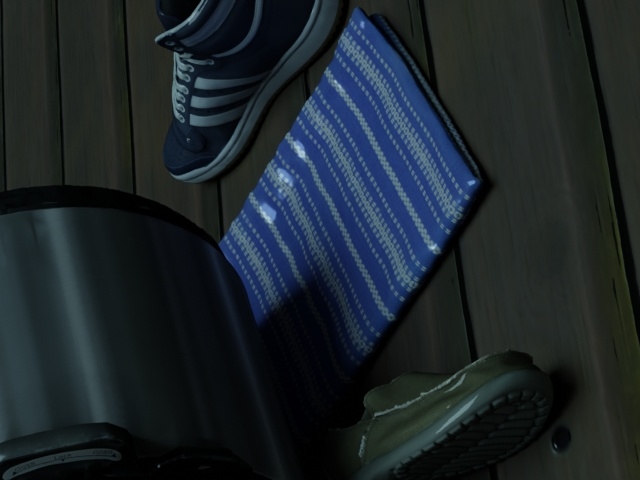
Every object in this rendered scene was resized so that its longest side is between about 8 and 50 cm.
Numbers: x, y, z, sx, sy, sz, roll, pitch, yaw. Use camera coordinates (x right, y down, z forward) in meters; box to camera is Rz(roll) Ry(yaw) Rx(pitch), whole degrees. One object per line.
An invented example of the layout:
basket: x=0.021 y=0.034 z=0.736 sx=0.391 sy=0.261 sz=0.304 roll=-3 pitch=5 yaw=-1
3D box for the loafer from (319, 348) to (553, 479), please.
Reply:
loafer: x=0.068 y=0.131 z=1.129 sx=0.251 sy=0.094 sz=0.087 roll=-40 pitch=54 yaw=45

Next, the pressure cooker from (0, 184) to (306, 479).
pressure cooker: x=-0.186 y=0.211 z=1.179 sx=0.375 sy=0.370 sz=0.420 roll=-39 pitch=48 yaw=23

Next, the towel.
towel: x=0.000 y=0.000 z=1.321 sx=0.336 sy=0.040 sz=0.243 roll=-58 pitch=40 yaw=30

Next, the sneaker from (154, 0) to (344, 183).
sneaker: x=-0.114 y=-0.162 z=1.434 sx=0.282 sy=0.153 sz=0.099 roll=-47 pitch=45 yaw=40
